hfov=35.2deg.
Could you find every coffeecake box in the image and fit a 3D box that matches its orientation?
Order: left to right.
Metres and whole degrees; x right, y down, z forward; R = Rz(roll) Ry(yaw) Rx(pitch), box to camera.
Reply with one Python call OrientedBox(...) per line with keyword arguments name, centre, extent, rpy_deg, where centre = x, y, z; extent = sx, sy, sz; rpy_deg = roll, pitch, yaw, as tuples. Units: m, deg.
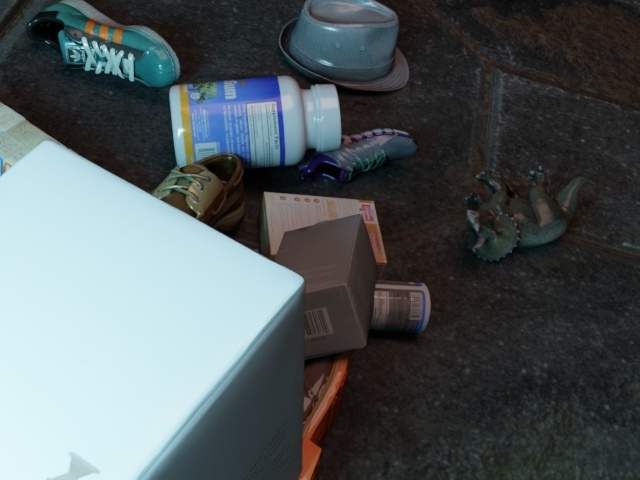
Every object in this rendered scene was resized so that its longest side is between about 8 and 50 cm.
OrientedBox(name="coffeecake box", centre=(0.000, 0.000, 1.606), extent=(0.186, 0.068, 0.142), rpy_deg=(4, 44, -13))

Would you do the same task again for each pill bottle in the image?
OrientedBox(name="pill bottle", centre=(-0.107, -0.194, 1.676), extent=(0.272, 0.152, 0.152), rpy_deg=(-6, 46, -6))
OrientedBox(name="pill bottle", centre=(0.090, 0.098, 1.527), extent=(0.137, 0.078, 0.078), rpy_deg=(4, 44, -13))

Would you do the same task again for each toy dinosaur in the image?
OrientedBox(name="toy dinosaur", centre=(0.349, -0.042, 1.749), extent=(0.314, 0.121, 0.160), rpy_deg=(-5, 59, -28))

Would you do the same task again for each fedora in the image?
OrientedBox(name="fedora", centre=(0.060, -0.412, 2.007), extent=(0.276, 0.124, 0.243), rpy_deg=(9, 44, -8))

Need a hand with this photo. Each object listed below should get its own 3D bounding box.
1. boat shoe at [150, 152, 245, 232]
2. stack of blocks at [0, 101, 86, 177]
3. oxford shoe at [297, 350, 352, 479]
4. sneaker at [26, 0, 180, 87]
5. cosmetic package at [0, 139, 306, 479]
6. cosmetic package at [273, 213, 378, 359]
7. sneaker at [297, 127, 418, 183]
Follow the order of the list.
OrientedBox(name="boat shoe", centre=(-0.202, -0.057, 1.497), extent=(0.123, 0.119, 0.324), rpy_deg=(15, 22, 11))
OrientedBox(name="stack of blocks", centre=(-0.450, -0.086, 1.480), extent=(0.297, 0.171, 0.087), rpy_deg=(33, 45, 15))
OrientedBox(name="oxford shoe", centre=(-0.044, 0.217, 1.332), extent=(0.133, 0.130, 0.363), rpy_deg=(15, 42, 7))
OrientedBox(name="sneaker", centre=(-0.394, -0.338, 1.811), extent=(0.302, 0.108, 0.121), rpy_deg=(27, 44, 22))
OrientedBox(name="cosmetic package", centre=(-0.234, 0.188, 1.028), extent=(0.329, 0.393, 0.327), rpy_deg=(28, 55, 19))
OrientedBox(name="cosmetic package", centre=(0.003, 0.060, 1.393), extent=(0.127, 0.107, 0.238), rpy_deg=(-13, 19, 15))
OrientedBox(name="sneaker", centre=(0.065, -0.136, 1.771), extent=(0.224, 0.083, 0.098), rpy_deg=(-4, 56, -5))
